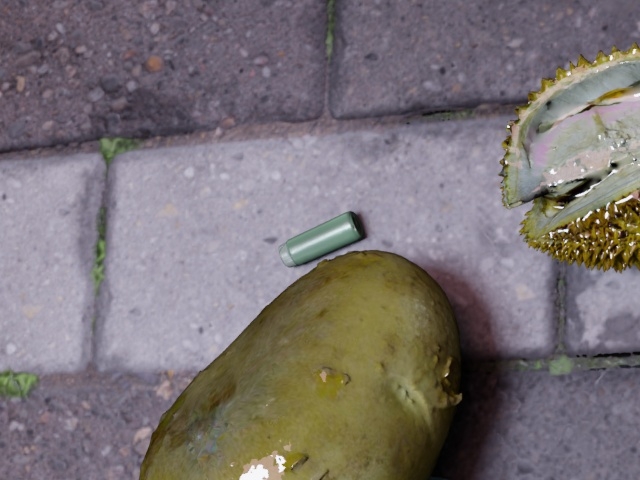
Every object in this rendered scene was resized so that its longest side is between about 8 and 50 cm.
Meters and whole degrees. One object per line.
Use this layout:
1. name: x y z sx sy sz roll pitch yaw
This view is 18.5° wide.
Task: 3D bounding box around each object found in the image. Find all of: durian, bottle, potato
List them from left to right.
1. potato: -0.007 0.174 1.766 0.359 0.219 0.270 -53 30 -3
2. bottle: 0.000 0.000 1.926 0.083 0.030 0.030 -24 67 17
3. durian: 0.288 -0.066 1.753 0.237 0.138 0.193 -3 71 27

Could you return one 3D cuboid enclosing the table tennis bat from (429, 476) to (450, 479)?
1. table tennis bat: 0.123 0.316 1.778 0.149 0.038 0.237 -49 58 3
